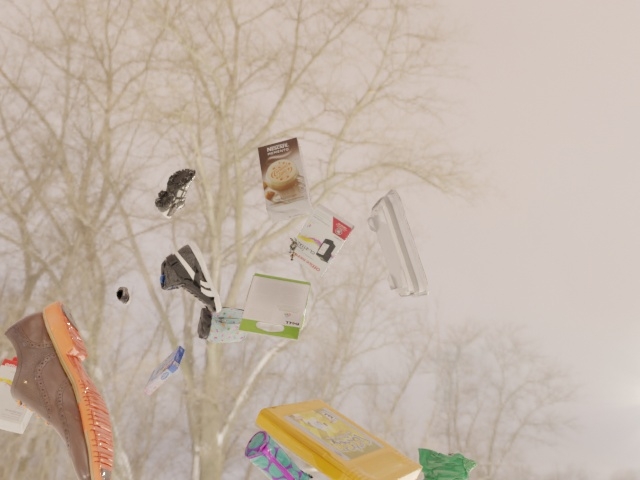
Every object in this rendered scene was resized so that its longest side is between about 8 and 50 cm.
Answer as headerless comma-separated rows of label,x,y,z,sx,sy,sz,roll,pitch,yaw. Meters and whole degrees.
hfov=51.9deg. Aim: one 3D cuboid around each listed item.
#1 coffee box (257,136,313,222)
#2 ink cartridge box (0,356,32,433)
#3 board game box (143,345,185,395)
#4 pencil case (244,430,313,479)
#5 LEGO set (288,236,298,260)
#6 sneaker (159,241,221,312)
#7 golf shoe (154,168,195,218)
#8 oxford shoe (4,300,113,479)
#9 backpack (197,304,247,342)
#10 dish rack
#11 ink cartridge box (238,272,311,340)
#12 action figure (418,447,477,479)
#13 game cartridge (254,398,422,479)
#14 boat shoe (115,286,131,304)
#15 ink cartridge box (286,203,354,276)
coffee box,-0.115,-0.196,2.131,0.141,0.246,0.098,-14,-31,5
ink cartridge box,-0.910,0.445,1.973,0.134,0.231,0.078,16,-41,-6
board game box,-0.337,0.280,1.424,0.020,0.090,0.090,43,-79,-12
pencil case,-0.085,0.453,1.322,0.151,0.064,0.070,50,-23,-19
LEGO set,-0.072,0.022,1.830,0.023,0.083,0.054,9,-35,-14
sneaker,-0.335,0.113,1.654,0.121,0.079,0.217,-26,-56,-16
golf shoe,-0.485,-0.161,2.226,0.077,0.198,0.094,19,-34,23
oxford shoe,-0.479,0.295,1.205,0.133,0.363,0.130,-23,-26,-11
backpack,-0.365,0.320,2.490,0.182,0.115,0.152,4,-48,-21
dish rack,0.226,0.022,2.010,0.072,0.333,0.285,-18,-5,-7
ink cartridge box,-0.143,0.231,2.042,0.189,0.255,0.097,9,-50,2
action figure,0.392,0.692,2.006,0.063,0.137,0.232,-6,-17,-32
game cartridge,0.048,0.478,1.538,0.324,0.052,0.285,24,5,30
boat shoe,-0.703,0.190,2.326,0.038,0.046,0.125,33,3,-33
ink cartridge box,0.000,0.000,1.939,0.127,0.175,0.072,33,12,2
